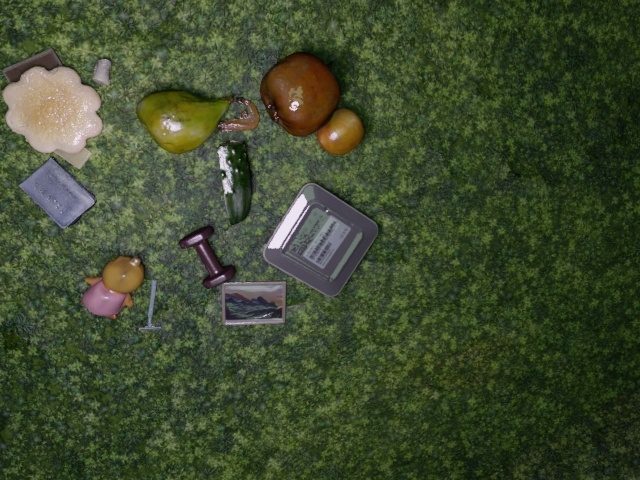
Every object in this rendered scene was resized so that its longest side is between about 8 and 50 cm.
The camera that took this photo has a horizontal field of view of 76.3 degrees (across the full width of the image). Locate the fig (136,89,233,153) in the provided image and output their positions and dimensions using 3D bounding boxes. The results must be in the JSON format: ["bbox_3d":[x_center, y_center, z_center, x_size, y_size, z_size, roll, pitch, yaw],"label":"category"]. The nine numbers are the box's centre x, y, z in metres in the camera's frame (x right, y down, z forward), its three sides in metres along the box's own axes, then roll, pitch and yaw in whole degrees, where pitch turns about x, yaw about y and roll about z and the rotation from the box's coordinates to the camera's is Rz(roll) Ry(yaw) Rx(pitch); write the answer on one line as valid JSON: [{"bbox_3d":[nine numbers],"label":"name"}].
[{"bbox_3d":[-0.462,-0.433,1.416,0.314,0.233,0.233,-22,104,5],"label":"fig"}]

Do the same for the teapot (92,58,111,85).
[{"bbox_3d":[-0.764,-0.592,1.427,0.067,0.057,0.083,16,93,17],"label":"teapot"}]

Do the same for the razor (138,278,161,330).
[{"bbox_3d":[-0.674,0.256,1.629,0.084,0.036,0.211,4,95,-34],"label":"razor"}]

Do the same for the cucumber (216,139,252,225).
[{"bbox_3d":[-0.314,-0.210,1.541,0.105,0.145,0.325,-2,106,-2],"label":"cucumber"}]

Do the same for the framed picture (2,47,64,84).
[{"bbox_3d":[-0.947,-0.510,1.425,0.189,0.023,0.260,-28,104,-3],"label":"framed picture"}]

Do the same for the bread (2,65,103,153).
[{"bbox_3d":[-0.920,-0.448,1.407,0.316,0.054,0.316,-2,99,-12],"label":"bread"}]

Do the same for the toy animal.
[{"bbox_3d":[-0.763,0.163,1.520,0.195,0.169,0.281,39,94,-18],"label":"toy animal"}]

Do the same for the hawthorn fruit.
[{"bbox_3d":[-0.053,-0.529,1.448,0.301,0.268,0.267,-40,105,-5],"label":"hawthorn fruit"}]

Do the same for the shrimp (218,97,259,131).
[{"bbox_3d":[-0.320,-0.473,1.532,0.178,0.034,0.124,-8,100,-9],"label":"shrimp"}]

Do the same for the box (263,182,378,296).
[{"bbox_3d":[0.000,0.000,1.655,0.373,0.090,0.367,31,94,-15],"label":"box"}]

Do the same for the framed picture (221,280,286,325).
[{"bbox_3d":[-0.275,0.262,1.701,0.265,0.018,0.192,-1,103,-9],"label":"framed picture"}]

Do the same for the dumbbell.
[{"bbox_3d":[-0.435,0.065,1.577,0.140,0.124,0.225,-26,105,-4],"label":"dumbbell"}]

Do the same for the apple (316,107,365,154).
[{"bbox_3d":[0.080,-0.407,1.542,0.182,0.182,0.155,-48,119,2],"label":"apple"}]

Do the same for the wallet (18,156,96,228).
[{"bbox_3d":[-0.953,-0.169,1.488,0.167,0.036,0.222,-40,104,0],"label":"wallet"}]

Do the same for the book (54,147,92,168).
[{"bbox_3d":[-0.901,-0.322,1.476,0.111,0.014,0.077,38,93,-15],"label":"book"}]
